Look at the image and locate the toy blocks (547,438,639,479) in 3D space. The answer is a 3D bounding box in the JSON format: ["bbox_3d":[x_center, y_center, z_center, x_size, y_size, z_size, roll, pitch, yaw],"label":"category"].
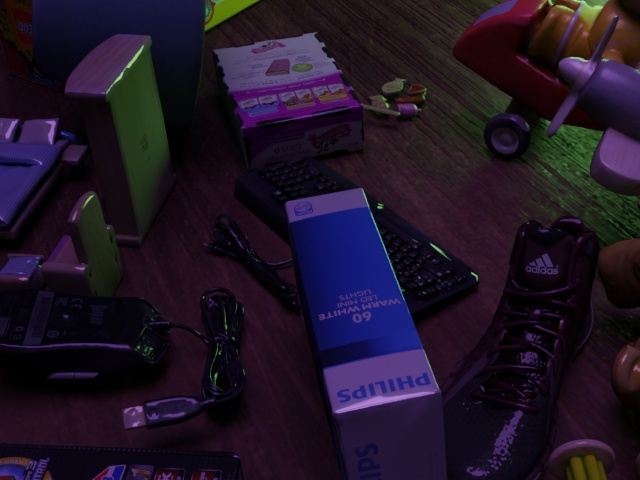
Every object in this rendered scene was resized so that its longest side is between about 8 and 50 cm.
[{"bbox_3d":[0.238,0.219,0.607,0.123,0.054,0.148,-1,38,3],"label":"toy blocks"}]

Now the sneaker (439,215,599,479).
[{"bbox_3d":[0.166,0.074,0.708,0.106,0.162,0.281,15,42,22],"label":"sneaker"}]

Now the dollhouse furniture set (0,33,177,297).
[{"bbox_3d":[-0.352,-0.091,0.935,0.303,0.198,0.286,4,39,10],"label":"dollhouse furniture set"}]

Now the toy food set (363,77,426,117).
[{"bbox_3d":[0.110,-0.193,1.170,0.078,0.019,0.122,19,36,26],"label":"toy food set"}]

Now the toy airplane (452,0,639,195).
[{"bbox_3d":[0.389,-0.206,0.957,0.384,0.272,0.386,-12,39,-11],"label":"toy airplane"}]

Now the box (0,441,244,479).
[{"bbox_3d":[-0.174,0.255,0.534,0.216,0.060,0.270,2,38,6],"label":"box"}]

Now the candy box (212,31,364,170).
[{"bbox_3d":[-0.048,-0.194,1.140,0.159,0.071,0.233,-12,40,-9],"label":"candy box"}]

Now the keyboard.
[{"bbox_3d":[0.000,0.000,0.924,0.201,0.033,0.317,-27,43,-26],"label":"keyboard"}]

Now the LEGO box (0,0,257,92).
[{"bbox_3d":[-0.286,-0.508,1.318,0.193,0.372,0.500,22,45,28],"label":"LEGO box"}]

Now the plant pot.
[{"bbox_3d":[-0.263,-0.289,1.073,0.195,0.290,0.290,1,36,-16],"label":"plant pot"}]

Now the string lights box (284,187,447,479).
[{"bbox_3d":[0.030,0.084,0.683,0.077,0.133,0.259,-11,36,-3],"label":"string lights box"}]

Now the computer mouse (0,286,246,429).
[{"bbox_3d":[-0.195,0.118,0.773,0.262,0.060,0.184,0,33,-14],"label":"computer mouse"}]

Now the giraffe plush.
[{"bbox_3d":[0.307,0.083,0.692,0.181,0.210,0.170,18,68,18],"label":"giraffe plush"}]
